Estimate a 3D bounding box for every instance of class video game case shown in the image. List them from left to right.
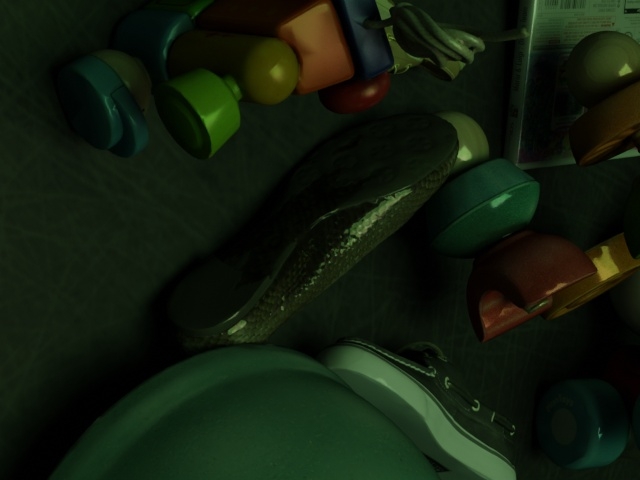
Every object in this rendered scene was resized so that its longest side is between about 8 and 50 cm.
[{"bbox_3d":[0.206,-0.131,1.212,0.157,0.019,0.143,-8,110,-40],"label":"video game case"}]

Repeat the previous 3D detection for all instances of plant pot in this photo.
[{"bbox_3d":[-0.013,0.231,0.908,0.293,0.196,0.293,-22,123,-37],"label":"plant pot"}]

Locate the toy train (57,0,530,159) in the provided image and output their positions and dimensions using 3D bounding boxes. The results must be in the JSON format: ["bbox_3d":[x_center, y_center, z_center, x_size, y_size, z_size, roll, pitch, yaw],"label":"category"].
[{"bbox_3d":[-0.026,-0.094,0.842,0.143,0.248,0.105,-38,123,-29],"label":"toy train"}]

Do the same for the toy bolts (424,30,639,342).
[{"bbox_3d":[0.158,-0.035,1.138,0.229,0.218,0.158,-23,77,-31],"label":"toy bolts"}]

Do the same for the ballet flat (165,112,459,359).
[{"bbox_3d":[0.000,0.000,1.006,0.250,0.084,0.058,-42,136,-29],"label":"ballet flat"}]

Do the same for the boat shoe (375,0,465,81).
[{"bbox_3d":[0.041,-0.135,1.044,0.135,0.050,0.045,27,81,-34],"label":"boat shoe"}]

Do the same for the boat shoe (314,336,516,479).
[{"bbox_3d":[0.074,0.113,1.104,0.228,0.080,0.076,38,53,-39],"label":"boat shoe"}]

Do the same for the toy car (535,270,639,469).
[{"bbox_3d":[0.306,0.059,1.252,0.219,0.210,0.237,0,85,-34],"label":"toy car"}]
